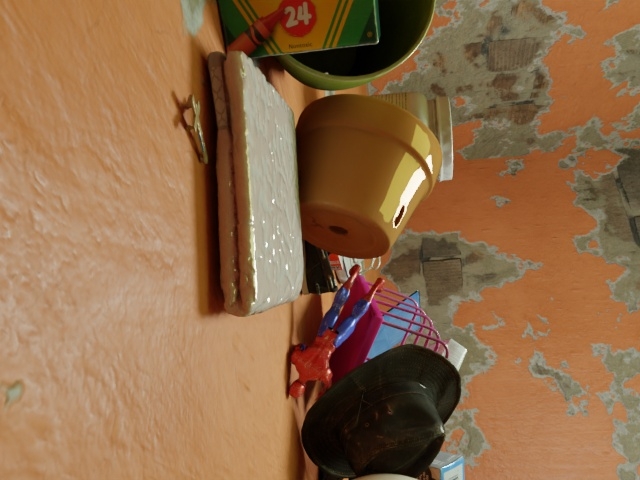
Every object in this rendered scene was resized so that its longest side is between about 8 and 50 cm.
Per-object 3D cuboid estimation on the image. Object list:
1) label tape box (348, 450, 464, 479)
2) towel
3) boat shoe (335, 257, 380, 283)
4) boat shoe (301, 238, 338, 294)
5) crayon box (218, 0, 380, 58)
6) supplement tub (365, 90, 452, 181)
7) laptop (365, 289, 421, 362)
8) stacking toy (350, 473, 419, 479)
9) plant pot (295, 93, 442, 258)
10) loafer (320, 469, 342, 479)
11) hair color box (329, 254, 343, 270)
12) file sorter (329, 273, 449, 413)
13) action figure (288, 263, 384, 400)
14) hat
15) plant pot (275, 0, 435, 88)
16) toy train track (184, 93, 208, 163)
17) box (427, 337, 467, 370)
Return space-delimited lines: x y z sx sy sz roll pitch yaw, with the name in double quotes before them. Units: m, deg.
"label tape box" 0.140 0.581 1.304 0.115 0.348 0.249 1 86 -53
"towel" -0.080 -0.062 0.824 0.332 0.054 0.316 11 76 -81
"boat shoe" 0.114 0.008 1.657 0.367 0.157 0.135 74 16 -53
"boat shoe" 0.000 0.000 1.219 0.084 0.079 0.232 63 24 -64
"crayon box" -0.039 -0.400 0.730 0.081 0.202 0.318 -73 157 -64
"supplement tub" 0.150 -0.236 1.434 0.235 0.325 0.235 -3 90 -80
"laptop" 0.178 0.396 1.682 0.382 0.237 0.407 66 23 -64
"stacking toy" 0.089 0.664 1.111 0.479 0.351 0.350 106 -11 -56
"plant pot" 0.063 -0.098 1.103 0.291 0.291 0.203 71 35 -60
"loafer" 0.028 0.527 1.260 0.062 0.061 0.170 72 18 -60
"hair color box" 0.018 -0.005 1.402 0.167 0.054 0.093 69 19 -58
"file sorter" 0.141 0.233 1.300 0.290 0.182 0.202 -104 -145 -77
"action figure" 0.017 0.191 1.114 0.280 0.092 0.139 -53 168 -34
"hat" 0.138 0.359 1.091 0.134 0.332 0.331 -125 -157 -59
"plant pot" 0.018 -0.366 1.004 0.293 0.275 0.274 170 -83 -83
"toy train track" -0.135 -0.118 0.631 0.083 0.014 0.048 86 0 -46
"box" 0.204 0.369 1.413 0.232 0.058 0.322 -55 -174 -27
